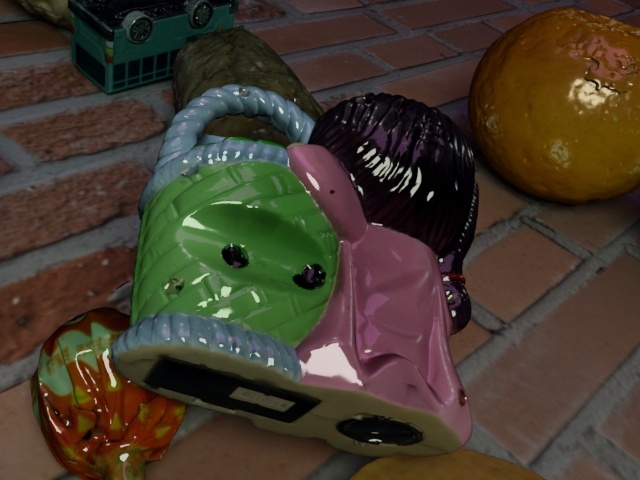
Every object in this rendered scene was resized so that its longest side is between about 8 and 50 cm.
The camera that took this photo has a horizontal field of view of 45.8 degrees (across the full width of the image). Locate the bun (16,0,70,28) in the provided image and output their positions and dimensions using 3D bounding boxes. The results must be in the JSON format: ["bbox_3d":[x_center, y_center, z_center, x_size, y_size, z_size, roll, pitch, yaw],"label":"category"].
[{"bbox_3d":[-0.265,-0.299,0.826,0.178,0.128,0.193,14,24,-5],"label":"bun"}]

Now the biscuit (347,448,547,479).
[{"bbox_3d":[0.076,0.209,0.303,0.275,0.052,0.355,27,27,10],"label":"biscuit"}]

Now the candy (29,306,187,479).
[{"bbox_3d":[-0.083,0.152,0.351,0.078,0.084,0.288,2,45,-29],"label":"candy"}]

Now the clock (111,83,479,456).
[{"bbox_3d":[0.000,0.000,0.408,0.194,0.100,0.195,22,58,-16],"label":"clock"}]

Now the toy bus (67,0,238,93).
[{"bbox_3d":[-0.169,-0.214,0.777,0.079,0.092,0.160,40,47,25],"label":"toy bus"}]

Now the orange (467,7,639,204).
[{"bbox_3d":[0.259,-0.136,0.771,0.219,0.193,0.219,13,10,-2],"label":"orange"}]

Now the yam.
[{"bbox_3d":[-0.063,-0.090,0.634,0.133,0.133,0.330,2,34,-22],"label":"yam"}]
